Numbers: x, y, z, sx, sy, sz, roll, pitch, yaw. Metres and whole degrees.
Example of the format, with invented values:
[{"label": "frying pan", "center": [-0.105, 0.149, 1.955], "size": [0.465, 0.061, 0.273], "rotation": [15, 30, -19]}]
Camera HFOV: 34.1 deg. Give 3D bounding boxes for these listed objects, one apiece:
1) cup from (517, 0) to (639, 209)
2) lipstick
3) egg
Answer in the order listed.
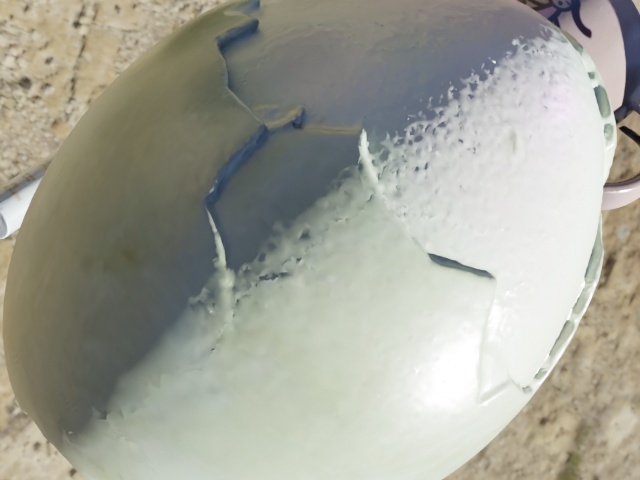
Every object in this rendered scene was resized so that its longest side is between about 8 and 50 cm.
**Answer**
[{"label": "cup", "center": [0.187, -0.117, 0.942], "size": [0.200, 0.253, 0.191], "rotation": [-40, 164, -31]}, {"label": "lipstick", "center": [-0.336, -0.088, 1.362], "size": [0.264, 0.059, 0.059], "rotation": [-44, 137, -44]}, {"label": "egg", "center": [0.000, 0.000, 0.569], "size": [0.336, 0.278, 0.278], "rotation": [-46, 140, 17]}]
